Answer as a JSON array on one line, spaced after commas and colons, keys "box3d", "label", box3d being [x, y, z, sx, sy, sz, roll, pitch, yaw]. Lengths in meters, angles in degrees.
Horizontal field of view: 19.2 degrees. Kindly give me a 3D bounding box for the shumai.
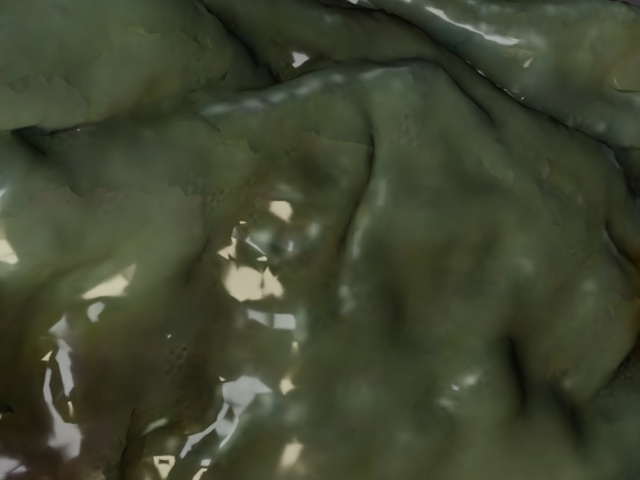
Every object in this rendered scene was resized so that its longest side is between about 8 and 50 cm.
[{"box3d": [0.000, 0.000, 0.557, 0.263, 0.304, 0.309, 8, 96, 3], "label": "shumai"}]
